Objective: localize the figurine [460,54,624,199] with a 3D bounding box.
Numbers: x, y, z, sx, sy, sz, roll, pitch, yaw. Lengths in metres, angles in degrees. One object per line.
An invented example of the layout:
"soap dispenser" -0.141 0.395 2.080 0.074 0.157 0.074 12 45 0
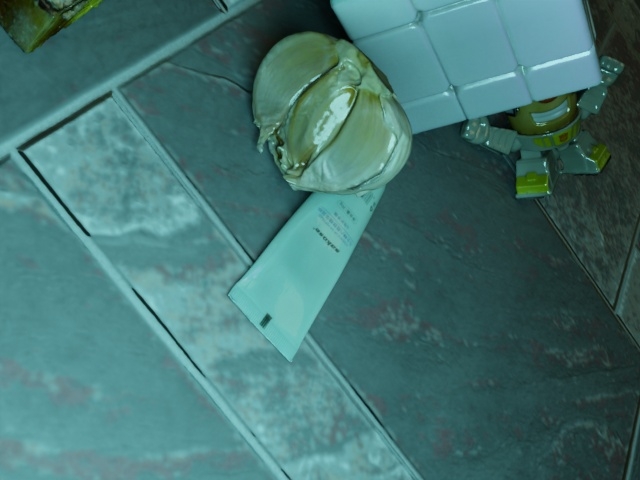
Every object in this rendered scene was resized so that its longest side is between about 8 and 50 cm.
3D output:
"figurine" 0.384 -0.229 1.491 0.308 0.143 0.309 -6 104 -27

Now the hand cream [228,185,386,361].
"hand cream" 0.000 0.000 1.068 0.109 0.067 0.321 49 45 -17

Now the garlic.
"garlic" 0.019 -0.155 1.092 0.229 0.178 0.142 50 18 13

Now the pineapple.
"pineapple" -0.291 -0.293 0.892 0.236 0.114 0.186 -1 69 -37

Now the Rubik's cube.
"Rubik's cube" 0.212 -0.397 1.259 0.319 0.315 0.322 49 34 -50

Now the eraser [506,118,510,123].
"eraser" 0.443 -0.367 1.733 0.096 0.098 0.404 36 44 -24
